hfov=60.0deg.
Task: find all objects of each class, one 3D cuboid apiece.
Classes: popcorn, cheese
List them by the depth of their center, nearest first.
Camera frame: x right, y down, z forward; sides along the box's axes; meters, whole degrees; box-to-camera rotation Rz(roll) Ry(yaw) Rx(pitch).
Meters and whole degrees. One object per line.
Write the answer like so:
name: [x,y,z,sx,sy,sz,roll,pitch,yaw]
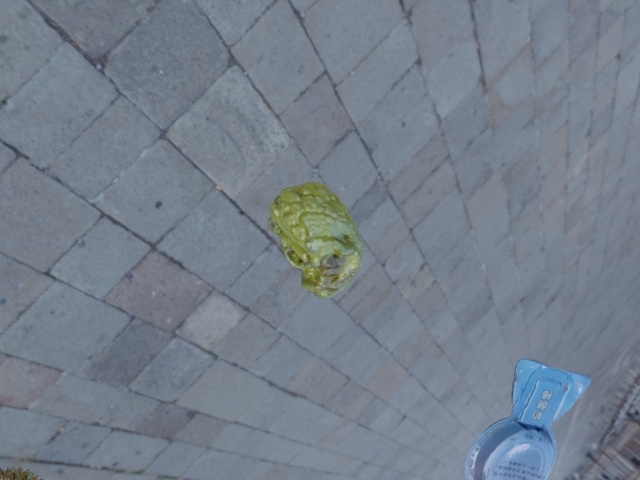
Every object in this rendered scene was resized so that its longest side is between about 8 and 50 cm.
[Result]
cheese: [0.285,0.285,0.789,0.135,0.052,0.244,16,103,-13]
popcorn: [0.000,0.000,1.278,0.174,0.225,0.286,-28,98,-15]

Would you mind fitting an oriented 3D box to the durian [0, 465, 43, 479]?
durian: [-0.605,0.596,1.130,0.154,0.186,0.260,-1,82,-43]
